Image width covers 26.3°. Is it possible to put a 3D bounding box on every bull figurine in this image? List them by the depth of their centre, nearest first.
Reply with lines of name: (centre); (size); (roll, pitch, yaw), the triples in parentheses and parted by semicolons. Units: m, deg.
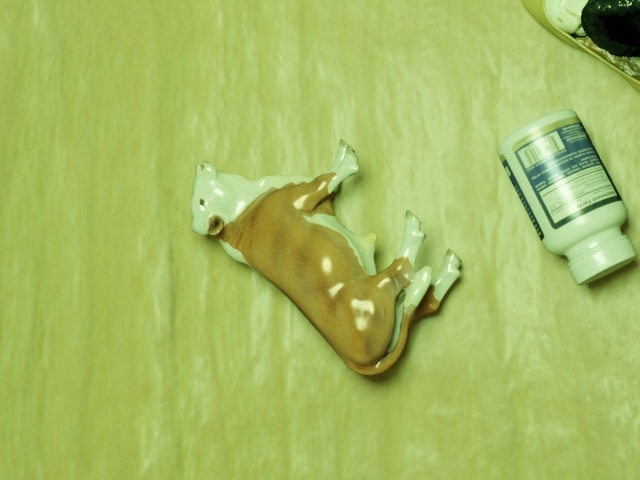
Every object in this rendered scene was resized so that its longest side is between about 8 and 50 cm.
bull figurine: (0.000, 0.000, 1.489); (0.188, 0.101, 0.310); (-45, 76, 5)

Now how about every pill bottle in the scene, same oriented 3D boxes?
pill bottle: (0.261, -0.043, 1.429); (0.094, 0.094, 0.169); (-27, 79, 11)

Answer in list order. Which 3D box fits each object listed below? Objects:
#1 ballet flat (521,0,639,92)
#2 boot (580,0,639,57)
ballet flat: (0.304, -0.227, 1.445); (0.232, 0.073, 0.080); (37, 98, 15)
boot: (0.302, -0.287, 1.389); (0.246, 0.094, 0.207); (25, 51, 11)
